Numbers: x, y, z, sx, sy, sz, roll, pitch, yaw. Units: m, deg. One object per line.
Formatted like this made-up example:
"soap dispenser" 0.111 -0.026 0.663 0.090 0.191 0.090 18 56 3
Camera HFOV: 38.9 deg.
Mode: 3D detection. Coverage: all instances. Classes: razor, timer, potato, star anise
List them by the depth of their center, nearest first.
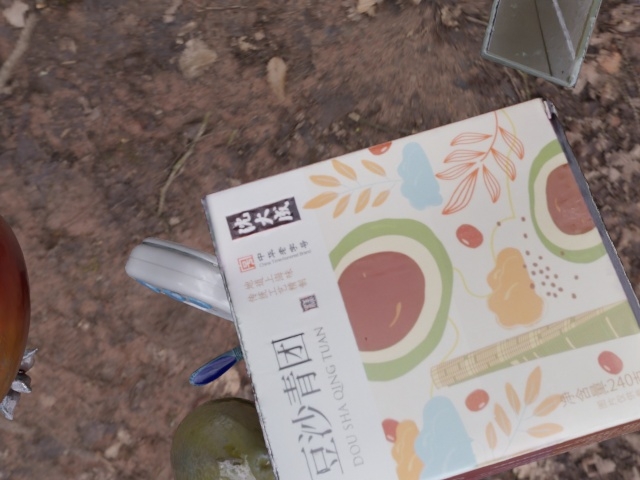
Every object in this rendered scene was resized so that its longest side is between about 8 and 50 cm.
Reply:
"razor" -0.086 0.121 1.053 0.154 0.028 0.044 -36 109 -11
"potato" -0.088 0.268 1.066 0.178 0.235 0.160 10 84 -17
"timer" -0.177 0.074 1.482 0.262 0.237 0.087 13 79 43
"star anise" -0.692 0.306 1.998 0.208 0.063 0.171 6 83 46

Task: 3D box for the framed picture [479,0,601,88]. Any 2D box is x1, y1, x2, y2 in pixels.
"framed picture" 0.425 -0.443 1.726 0.209 0.019 0.281 26 132 20

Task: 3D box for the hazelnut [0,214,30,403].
"hazelnut" -0.531 0.085 0.989 0.409 0.359 0.359 -1 105 4

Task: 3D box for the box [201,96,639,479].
"box" 0.110 0.073 0.938 0.385 0.122 0.344 -16 70 -2
